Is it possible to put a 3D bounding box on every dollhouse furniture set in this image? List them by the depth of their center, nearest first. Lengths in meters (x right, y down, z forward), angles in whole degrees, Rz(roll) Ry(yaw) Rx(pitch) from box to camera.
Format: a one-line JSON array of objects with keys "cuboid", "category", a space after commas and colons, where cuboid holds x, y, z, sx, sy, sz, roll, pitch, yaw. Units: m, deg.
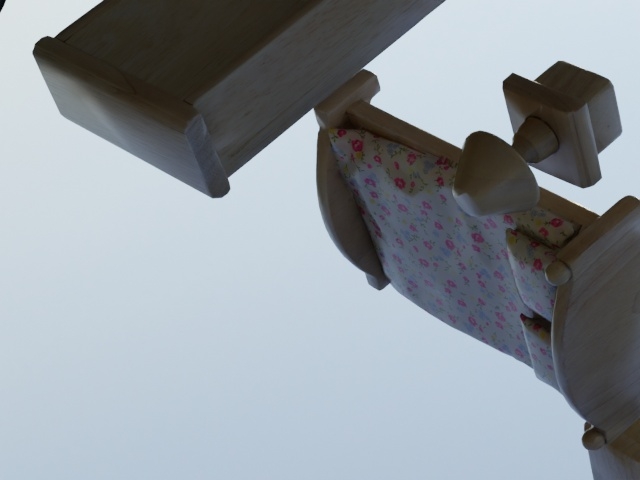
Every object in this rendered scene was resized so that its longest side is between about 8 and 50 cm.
[{"cuboid": [0.000, 0.000, 0.912, 0.174, 0.355, 0.303, -40, -135, -22], "category": "dollhouse furniture set"}]

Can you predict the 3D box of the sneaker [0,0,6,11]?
[{"cuboid": [-0.204, -0.105, 0.759, 0.101, 0.106, 0.267, 0, 124, -56], "category": "sneaker"}]
